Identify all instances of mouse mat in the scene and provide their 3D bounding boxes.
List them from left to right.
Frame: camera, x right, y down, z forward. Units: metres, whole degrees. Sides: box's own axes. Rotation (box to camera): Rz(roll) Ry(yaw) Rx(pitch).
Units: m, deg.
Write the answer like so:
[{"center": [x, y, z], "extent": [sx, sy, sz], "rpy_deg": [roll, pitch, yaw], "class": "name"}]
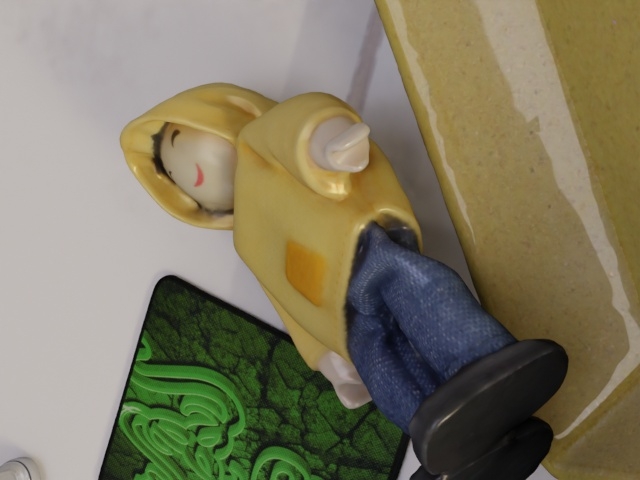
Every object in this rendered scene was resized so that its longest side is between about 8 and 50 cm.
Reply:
[{"center": [-0.044, 0.121, 0.774], "extent": [0.190, 0.007, 0.152], "rpy_deg": [25, 105, 30], "class": "mouse mat"}]

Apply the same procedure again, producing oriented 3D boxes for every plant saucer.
[{"center": [0.143, -0.063, 0.508], "extent": [0.333, 0.081, 0.332], "rpy_deg": [-12, 99, 69], "class": "plant saucer"}]

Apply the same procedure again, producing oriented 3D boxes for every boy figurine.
[{"center": [0.000, 0.000, 0.665], "extent": [0.285, 0.092, 0.177], "rpy_deg": [47, 151, 33], "class": "boy figurine"}]

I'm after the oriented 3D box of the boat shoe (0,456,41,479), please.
[{"center": [-0.218, 0.173, 0.871], "extent": [0.100, 0.035, 0.035], "rpy_deg": [-39, 71, 28], "class": "boat shoe"}]
